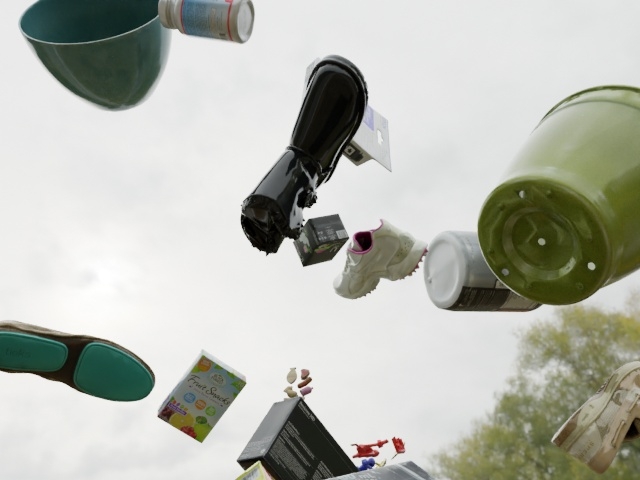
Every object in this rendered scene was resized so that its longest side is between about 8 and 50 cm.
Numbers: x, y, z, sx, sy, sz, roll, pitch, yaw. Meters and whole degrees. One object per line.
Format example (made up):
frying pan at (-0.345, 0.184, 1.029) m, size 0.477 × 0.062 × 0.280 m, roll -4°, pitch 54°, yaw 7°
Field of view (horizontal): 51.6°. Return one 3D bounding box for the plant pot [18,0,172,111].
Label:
plant pot at (-0.431, -0.379, 1.345) m, size 0.290 × 0.290 × 0.195 m, roll -4°, pitch -47°, yaw 1°

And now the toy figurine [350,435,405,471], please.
toy figurine at (0.103, 0.679, 1.668) m, size 0.191 × 0.217 × 0.363 m, roll 8°, pitch -46°, yaw -35°

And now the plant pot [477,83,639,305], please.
plant pot at (0.474, -0.062, 1.207) m, size 0.353 × 0.366 × 0.366 m, roll -31°, pitch -16°, yaw -41°

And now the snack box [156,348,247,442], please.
snack box at (-0.215, 0.282, 1.197) m, size 0.100 × 0.037 × 0.141 m, roll 36°, pitch -87°, yaw -17°

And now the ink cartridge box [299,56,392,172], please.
ink cartridge box at (0.052, -0.237, 1.293) m, size 0.208 × 0.206 × 0.045 m, roll 36°, pitch -58°, yaw -23°

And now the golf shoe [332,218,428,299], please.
golf shoe at (0.103, 0.038, 1.473) m, size 0.140 × 0.115 × 0.306 m, roll 39°, pitch -37°, yaw -14°

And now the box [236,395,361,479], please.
box at (-0.041, 0.516, 1.500) m, size 0.103 × 0.184 × 0.261 m, roll -23°, pitch -72°, yaw 41°

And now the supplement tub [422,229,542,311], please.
supplement tub at (0.455, 0.083, 1.716) m, size 0.337 × 0.207 × 0.207 m, roll 3°, pitch -36°, yaw -23°

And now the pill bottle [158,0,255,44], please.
pill bottle at (-0.205, -0.406, 1.190) m, size 0.160 × 0.087 × 0.087 m, roll 12°, pitch -34°, yaw 15°

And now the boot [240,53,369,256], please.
boot at (-0.026, -0.112, 0.935) m, size 0.094 × 0.207 × 0.246 m, roll 27°, pitch -39°, yaw 5°

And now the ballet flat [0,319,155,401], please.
ballet flat at (-0.485, 0.222, 1.268) m, size 0.342 × 0.116 × 0.124 m, roll 21°, pitch 1°, yaw -33°

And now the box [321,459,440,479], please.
box at (0.092, 0.509, 0.713) m, size 0.479 × 0.298 × 0.471 m, roll 7°, pitch 8°, yaw -44°

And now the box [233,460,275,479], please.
box at (-0.044, 0.458, 1.034) m, size 0.058 × 0.087 × 0.232 m, roll -38°, pitch -74°, yaw -4°

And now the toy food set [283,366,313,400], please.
toy food set at (-0.053, 0.367, 1.674) m, size 0.077 × 0.122 × 0.019 m, roll -5°, pitch -61°, yaw 14°

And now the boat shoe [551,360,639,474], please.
boat shoe at (0.576, 0.345, 1.290) m, size 0.341 × 0.110 × 0.122 m, roll -21°, pitch -39°, yaw -41°

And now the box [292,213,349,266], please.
box at (0.000, 0.000, 1.123) m, size 0.062 × 0.052 × 0.083 m, roll -11°, pitch -24°, yaw -30°
